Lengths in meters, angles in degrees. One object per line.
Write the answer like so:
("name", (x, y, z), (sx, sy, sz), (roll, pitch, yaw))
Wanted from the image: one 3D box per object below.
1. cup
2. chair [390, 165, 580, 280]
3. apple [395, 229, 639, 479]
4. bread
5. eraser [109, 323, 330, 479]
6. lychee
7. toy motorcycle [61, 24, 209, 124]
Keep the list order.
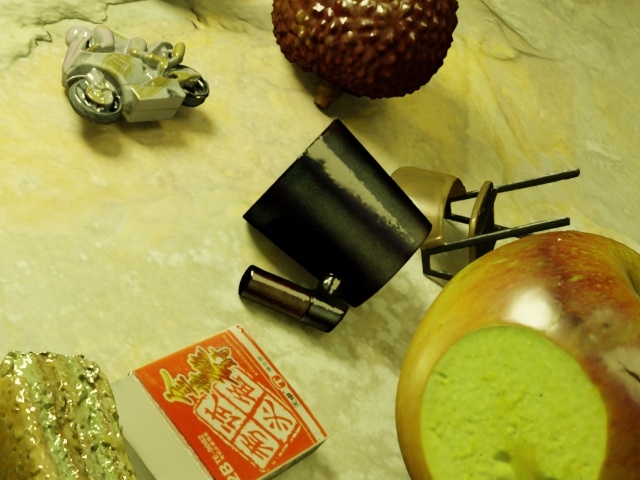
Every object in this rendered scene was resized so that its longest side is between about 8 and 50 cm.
("cup", (0.000, -0.002, 1.416), (0.177, 0.239, 0.166), (44, -8, -5))
("chair", (0.226, -0.016, 1.608), (0.247, 0.172, 0.158), (0, 30, 19))
("apple", (0.253, 0.188, 1.240), (0.374, 0.374, 0.384), (20, 34, -28))
("bread", (-0.217, 0.200, 0.955), (0.102, 0.138, 0.196), (3, 50, -37))
("eraser", (-0.109, 0.181, 1.163), (0.157, 0.038, 0.230), (50, 35, 14))
("lychee", (0.066, -0.329, 1.707), (0.276, 0.304, 0.276), (29, 2, -1))
("toy motorcycle", (-0.243, -0.209, 1.439), (0.152, 0.073, 0.225), (48, 35, 15))
